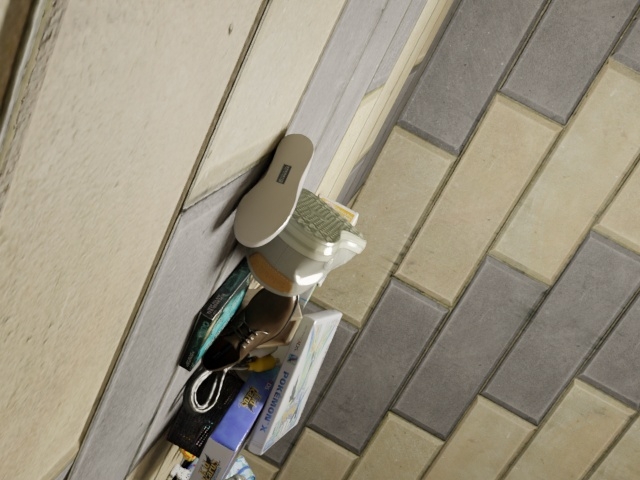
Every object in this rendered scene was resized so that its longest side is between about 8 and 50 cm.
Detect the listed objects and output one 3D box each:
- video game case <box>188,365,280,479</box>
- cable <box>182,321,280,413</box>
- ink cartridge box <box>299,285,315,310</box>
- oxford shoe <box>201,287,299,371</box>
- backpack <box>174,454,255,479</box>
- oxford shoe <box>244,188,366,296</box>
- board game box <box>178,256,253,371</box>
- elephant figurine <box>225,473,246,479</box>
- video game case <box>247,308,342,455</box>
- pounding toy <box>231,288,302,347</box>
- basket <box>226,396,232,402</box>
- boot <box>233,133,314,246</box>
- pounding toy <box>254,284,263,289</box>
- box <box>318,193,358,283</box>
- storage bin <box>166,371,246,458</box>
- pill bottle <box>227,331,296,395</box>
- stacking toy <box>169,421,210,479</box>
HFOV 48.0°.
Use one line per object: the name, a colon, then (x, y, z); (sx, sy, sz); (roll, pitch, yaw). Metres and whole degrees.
video game case: (-0.188, 0.413, 1.492); (0.244, 0.061, 0.269); (-63, 176, 29)
cable: (-0.171, 0.231, 1.425); (0.287, 0.072, 0.139); (-31, 110, -61)
ink cartridge box: (-0.041, 0.048, 1.692); (0.209, 0.109, 0.062); (-63, 177, 21)
oxford shoe: (-0.124, 0.161, 1.282); (0.227, 0.083, 0.096); (-46, 178, 13)
backpack: (-0.351, 0.781, 2.126); (0.290, 0.274, 0.355); (92, 10, -47)
oxford shoe: (-0.025, 0.002, 1.245); (0.130, 0.169, 0.449); (-54, 174, 12)
board game box: (-0.163, 0.115, 1.184); (0.126, 0.026, 0.186); (-63, 176, 35)
elephant figurine: (-0.332, 0.687, 1.837); (0.239, 0.186, 0.169); (-3, 103, -64)
video game case: (-0.046, 0.300, 1.600); (0.329, 0.036, 0.299); (16, 97, -78)
pounding toy: (-0.100, 0.146, 1.430); (0.130, 0.141, 0.100); (115, -33, -48)
basket: (-0.194, 0.381, 1.955); (0.167, 0.113, 0.103); (-17, 113, -84)
boot: (-0.061, -0.052, 0.979); (0.190, 0.069, 0.086); (-61, 174, -31)
pounding toy: (-0.072, 0.067, 1.529); (0.181, 0.094, 0.206); (-61, 176, -9)
box: (0.000, 0.000, 1.832); (0.203, 0.114, 0.103); (-59, 175, -8)
storage bin: (-0.240, 0.361, 1.528); (0.122, 0.084, 0.180); (-62, 175, 18)
pill bottle: (-0.137, 0.286, 1.720); (0.169, 0.169, 0.301); (-59, 175, -29)
stacking toy: (-0.319, 0.525, 1.920); (0.221, 0.052, 0.167); (-58, 175, -46)
